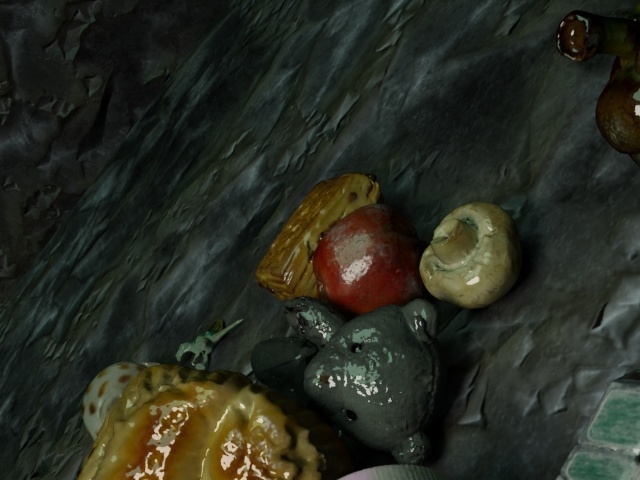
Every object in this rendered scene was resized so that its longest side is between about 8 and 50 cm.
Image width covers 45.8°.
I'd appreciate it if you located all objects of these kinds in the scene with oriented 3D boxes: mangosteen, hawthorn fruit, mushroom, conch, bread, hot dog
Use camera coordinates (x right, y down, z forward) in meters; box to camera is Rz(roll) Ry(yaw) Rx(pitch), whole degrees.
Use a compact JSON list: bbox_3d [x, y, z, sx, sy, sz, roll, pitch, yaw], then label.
[{"bbox_3d":[0.370,-0.173,0.745,0.231,0.289,0.231,-42,38,45],"label":"mangosteen"},{"bbox_3d":[0.069,0.038,1.072,0.173,0.173,0.173,-34,37,31],"label":"hawthorn fruit"},{"bbox_3d":[0.193,0.019,0.970,0.148,0.112,0.148,-39,26,23],"label":"mushroom"},{"bbox_3d":[-0.345,0.307,1.401,0.275,0.183,0.149,-121,27,-64],"label":"conch"},{"bbox_3d":[0.000,0.000,1.234,0.235,0.099,0.210,-54,14,-13],"label":"bread"},{"bbox_3d":[-0.141,0.337,0.899,0.367,0.196,0.365,18,87,15],"label":"hot dog"}]

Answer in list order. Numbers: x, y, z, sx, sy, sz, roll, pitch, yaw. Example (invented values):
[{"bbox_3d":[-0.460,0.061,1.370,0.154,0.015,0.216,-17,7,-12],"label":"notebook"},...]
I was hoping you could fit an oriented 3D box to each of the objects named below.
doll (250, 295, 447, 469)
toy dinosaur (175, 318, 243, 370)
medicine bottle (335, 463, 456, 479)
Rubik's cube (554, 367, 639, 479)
[{"bbox_3d":[0.009,0.192,0.987,0.340,0.158,0.246,-9,85,37],"label":"doll"},{"bbox_3d":[-0.211,0.184,1.441,0.187,0.044,0.106,-47,16,15],"label":"toy dinosaur"},{"bbox_3d":[0.086,0.376,0.635,0.256,0.256,0.325,-46,25,14],"label":"medicine bottle"},{"bbox_3d":[0.291,0.220,0.491,0.319,0.319,0.264,-38,9,26],"label":"Rubik's cube"}]
